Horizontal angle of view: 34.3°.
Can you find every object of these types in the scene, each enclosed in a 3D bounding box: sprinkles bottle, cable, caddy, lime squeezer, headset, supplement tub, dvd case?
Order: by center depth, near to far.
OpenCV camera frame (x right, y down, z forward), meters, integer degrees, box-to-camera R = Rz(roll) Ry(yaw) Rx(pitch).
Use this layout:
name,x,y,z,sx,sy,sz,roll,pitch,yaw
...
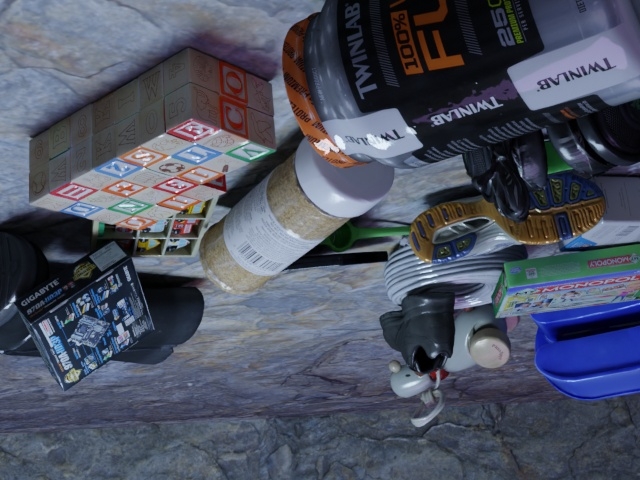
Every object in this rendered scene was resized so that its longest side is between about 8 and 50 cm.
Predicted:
name,x,y,z,sx,sy,sz,roll,pitch,yaw
supplement tub,0.135,-0.180,0.939,0.316,0.194,0.193,-17,158,29
headset,0.276,-0.102,1.221,0.243,0.185,0.394,-16,170,28
sprinkles bottle,-0.043,-0.037,1.401,0.121,0.121,0.355,6,156,-30
lime squeezer,0.000,0.000,1.652,0.310,0.059,0.110,-6,161,0
dvd case,-0.010,0.036,1.676,0.180,0.022,0.253,-5,178,20
cable,0.240,0.056,1.828,0.257,0.089,0.257,-1,161,-13
caddy,0.581,0.185,2.076,0.341,0.241,0.179,-15,153,28

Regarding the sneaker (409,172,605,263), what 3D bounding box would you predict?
name,x,y,z,sx,sy,sz,roll,pitch,yaw
sneaker,0.285,-0.039,1.579,0.296,0.112,0.131,-11,178,20

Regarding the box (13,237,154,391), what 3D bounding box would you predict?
name,x,y,z,sx,sy,sz,roll,pitch,yaw
box,-0.352,0.117,1.576,0.175,0.051,0.220,-35,152,-20

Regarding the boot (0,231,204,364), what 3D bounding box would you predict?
name,x,y,z,sx,sy,sz,roll,pitch,yaw
boot,-0.384,0.112,1.740,0.445,0.146,0.367,11,155,-39

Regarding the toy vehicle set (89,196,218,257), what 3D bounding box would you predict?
name,x,y,z,sx,sy,sz,roll,pitch,yaw
toy vehicle set,-0.249,-0.033,1.516,0.165,0.035,0.267,0,161,-14

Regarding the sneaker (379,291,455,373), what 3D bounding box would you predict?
name,x,y,z,sx,sy,sz,roll,pitch,yaw
sneaker,0.171,0.177,1.836,0.109,0.130,0.286,-4,165,-6

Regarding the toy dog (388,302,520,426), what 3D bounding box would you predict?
name,x,y,z,sx,sy,sz,roll,pitch,yaw
toy dog,0.259,0.211,2.172,0.333,0.161,0.220,-40,-166,11

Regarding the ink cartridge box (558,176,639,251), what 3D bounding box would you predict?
name,x,y,z,sx,sy,sz,roll,pitch,yaw
ink cartridge box,0.484,-0.039,1.623,0.190,0.082,0.139,-2,161,-17

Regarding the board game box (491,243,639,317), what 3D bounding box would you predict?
name,x,y,z,sx,sy,sz,roll,pitch,yaw
board game box,0.452,0.064,1.716,0.317,0.046,0.213,-8,163,1

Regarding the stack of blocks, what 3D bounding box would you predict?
name,x,y,z,sx,sy,sz,roll,pitch,yaw
stack of blocks,-0.189,-0.108,1.228,0.297,0.087,0.171,-20,156,38
